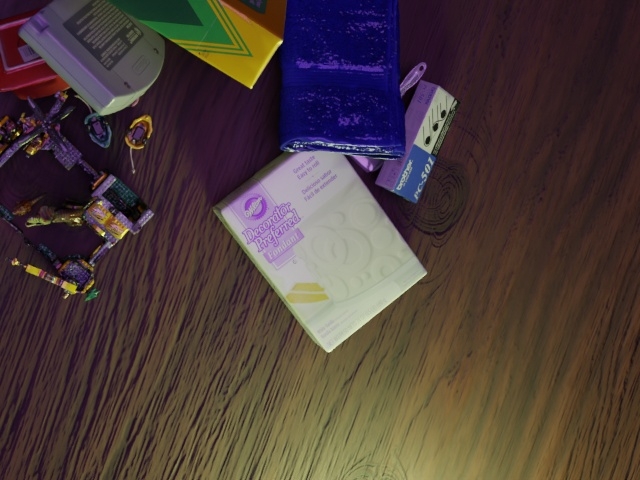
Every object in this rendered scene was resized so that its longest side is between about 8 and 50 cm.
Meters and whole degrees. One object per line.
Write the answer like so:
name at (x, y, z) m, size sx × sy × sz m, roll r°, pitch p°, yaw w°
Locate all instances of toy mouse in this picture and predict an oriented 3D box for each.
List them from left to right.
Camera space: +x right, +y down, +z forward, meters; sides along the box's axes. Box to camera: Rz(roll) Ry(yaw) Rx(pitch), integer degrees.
toy mouse at (-0.358, -0.218, 1.793) m, size 0.143 × 0.031 × 0.161 m, roll 23°, pitch 91°, yaw -16°

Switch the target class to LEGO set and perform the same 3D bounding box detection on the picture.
LEGO set at (-0.433, -0.060, 1.711) m, size 0.255 × 0.192 × 0.331 m, roll -39°, pitch 104°, yaw -6°

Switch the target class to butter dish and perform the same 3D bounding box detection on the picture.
butter dish at (-0.462, -0.293, 1.719) m, size 0.160 × 0.118 × 0.160 m, roll -18°, pitch 58°, yaw -8°

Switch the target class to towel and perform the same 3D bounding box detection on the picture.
towel at (0.040, -0.298, 1.807) m, size 0.228 × 0.076 × 0.308 m, roll 3°, pitch 75°, yaw -16°

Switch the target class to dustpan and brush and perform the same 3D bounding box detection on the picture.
dustpan and brush at (0.115, -0.244, 1.893) m, size 0.147 × 0.060 × 0.211 m, roll 42°, pitch 86°, yaw -15°

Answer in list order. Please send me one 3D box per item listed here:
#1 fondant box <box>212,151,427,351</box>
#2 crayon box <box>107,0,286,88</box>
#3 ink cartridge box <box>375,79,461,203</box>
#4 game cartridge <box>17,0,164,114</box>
fondant box at (0.000, 0.000, 1.880) m, size 0.238 × 0.096 × 0.330 m, roll -38°, pitch 104°, yaw -7°
crayon box at (-0.206, -0.419, 1.632) m, size 0.313 × 0.363 × 0.106 m, roll 31°, pitch 116°, yaw -16°
ink cartridge box at (0.180, -0.179, 1.902) m, size 0.097 × 0.046 × 0.207 m, roll 21°, pitch 93°, yaw -55°
game cartridge at (-0.350, -0.312, 1.659) m, size 0.062 × 0.297 × 0.198 m, roll -34°, pitch 108°, yaw 22°
